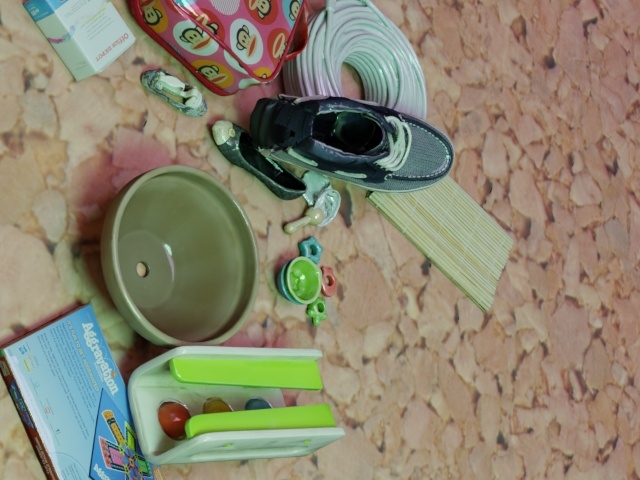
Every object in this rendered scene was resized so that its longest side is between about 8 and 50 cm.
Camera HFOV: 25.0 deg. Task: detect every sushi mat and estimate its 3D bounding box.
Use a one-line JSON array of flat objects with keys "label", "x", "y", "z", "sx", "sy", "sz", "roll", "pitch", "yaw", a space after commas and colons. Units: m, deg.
[{"label": "sushi mat", "x": 0.199, "y": -0.032, "z": 2.317, "sx": 0.316, "sy": 0.019, "sz": 0.151, "roll": 42, "pitch": 53, "yaw": -29}]

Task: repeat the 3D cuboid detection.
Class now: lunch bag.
[{"label": "lunch bag", "x": -0.113, "y": -0.357, "z": 2.020, "sx": 0.258, "sy": 0.120, "sz": 0.293, "roll": 41, "pitch": 54, "yaw": -31}]

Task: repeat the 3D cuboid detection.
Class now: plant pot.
[{"label": "plant pot", "x": -0.200, "y": 0.028, "z": 1.844, "sx": 0.237, "sy": 0.109, "sz": 0.237, "roll": 13, "pitch": 71, "yaw": -43}]

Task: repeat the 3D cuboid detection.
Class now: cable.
[{"label": "cable", "x": 0.052, "y": -0.232, "z": 2.174, "sx": 0.257, "sy": 0.089, "sz": 0.257, "roll": 37, "pitch": 57, "yaw": -33}]

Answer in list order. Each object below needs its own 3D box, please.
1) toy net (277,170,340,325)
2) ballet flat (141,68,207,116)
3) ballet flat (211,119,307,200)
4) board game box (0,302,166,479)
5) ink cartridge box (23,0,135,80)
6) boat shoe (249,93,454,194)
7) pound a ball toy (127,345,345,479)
[{"label": "toy net", "x": 0.000, "y": 0.000, "z": 2.093, "sx": 0.122, "sy": 0.045, "sz": 0.232, "roll": 33, "pitch": 58, "yaw": -34}, {"label": "ballet flat", "x": -0.190, "y": -0.200, "z": 1.962, "sx": 0.114, "sy": 0.041, "sz": 0.041, "roll": 26, "pitch": 62, "yaw": -38}, {"label": "ballet flat", "x": -0.085, "y": -0.118, "z": 2.036, "sx": 0.173, "sy": 0.049, "sz": 0.057, "roll": 38, "pitch": 54, "yaw": -31}, {"label": "board game box", "x": -0.286, "y": 0.233, "z": 1.766, "sx": 0.145, "sy": 0.027, "sz": 0.281, "roll": -29, "pitch": 100, "yaw": -44}, {"label": "ink cartridge box", "x": -0.308, "y": -0.280, "z": 1.856, "sx": 0.122, "sy": 0.052, "sz": 0.088, "roll": 56, "pitch": 48, "yaw": -17}, {"label": "boat shoe", "x": 0.080, "y": -0.130, "z": 2.023, "sx": 0.340, "sy": 0.158, "sz": 0.127, "roll": 6, "pitch": 93, "yaw": -32}, {"label": "pound a ball toy", "x": -0.117, "y": 0.252, "z": 1.828, "sx": 0.319, "sy": 0.135, "sz": 0.208, "roll": 5, "pitch": 62, "yaw": -48}]
